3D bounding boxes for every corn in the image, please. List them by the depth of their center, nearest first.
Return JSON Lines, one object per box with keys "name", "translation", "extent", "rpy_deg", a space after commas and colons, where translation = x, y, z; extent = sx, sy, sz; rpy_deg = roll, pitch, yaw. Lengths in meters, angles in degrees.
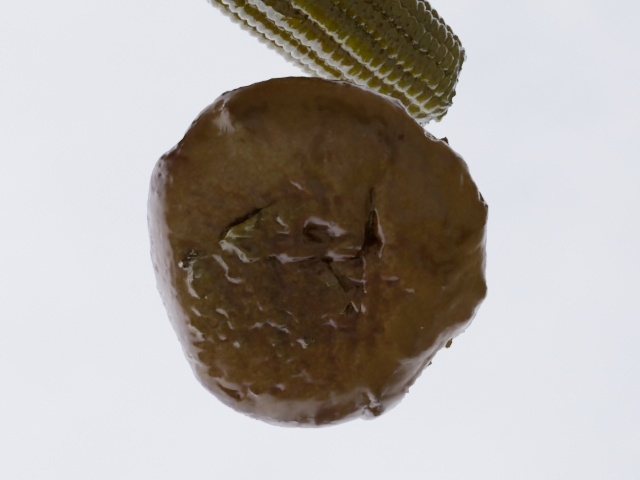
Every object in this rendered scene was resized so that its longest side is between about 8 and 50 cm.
{"name": "corn", "translation": [-0.016, -0.221, 0.885], "extent": [0.344, 0.131, 0.131], "rpy_deg": [33, -119, -23]}

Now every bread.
{"name": "bread", "translation": [0.000, 0.000, 0.773], "extent": [0.269, 0.145, 0.268], "rpy_deg": [-1, -72, -4]}
